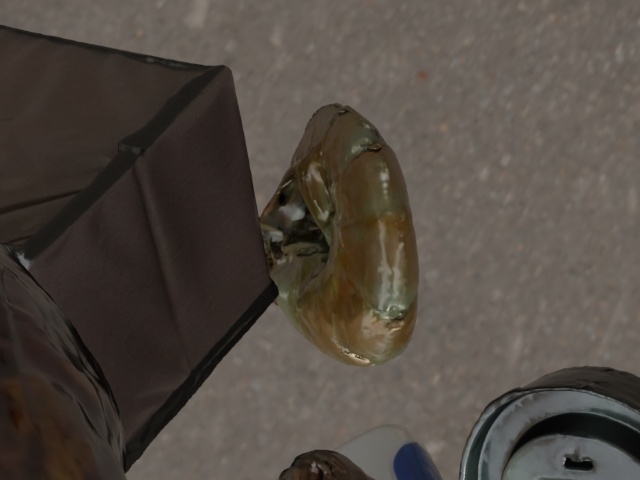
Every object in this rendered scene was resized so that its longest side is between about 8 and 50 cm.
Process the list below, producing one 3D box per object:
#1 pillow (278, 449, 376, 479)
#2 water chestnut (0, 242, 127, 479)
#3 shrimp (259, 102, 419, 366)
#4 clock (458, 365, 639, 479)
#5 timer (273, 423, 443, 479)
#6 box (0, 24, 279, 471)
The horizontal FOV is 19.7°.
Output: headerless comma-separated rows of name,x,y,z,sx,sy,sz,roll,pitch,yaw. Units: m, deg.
pillow,0.061,0.263,0.725,0.308,0.108,0.305,37,132,11
water chestnut,-0.116,0.094,0.463,0.223,0.238,0.224,19,111,60
shrimp,0.001,0.000,1.054,0.267,0.061,0.145,163,97,-78
clock,0.165,0.159,1.058,0.184,0.040,0.185,18,122,32
timer,-0.019,0.244,1.221,0.253,0.178,0.078,-28,128,6
box,-0.182,-0.007,0.971,0.252,0.188,0.153,15,133,27
